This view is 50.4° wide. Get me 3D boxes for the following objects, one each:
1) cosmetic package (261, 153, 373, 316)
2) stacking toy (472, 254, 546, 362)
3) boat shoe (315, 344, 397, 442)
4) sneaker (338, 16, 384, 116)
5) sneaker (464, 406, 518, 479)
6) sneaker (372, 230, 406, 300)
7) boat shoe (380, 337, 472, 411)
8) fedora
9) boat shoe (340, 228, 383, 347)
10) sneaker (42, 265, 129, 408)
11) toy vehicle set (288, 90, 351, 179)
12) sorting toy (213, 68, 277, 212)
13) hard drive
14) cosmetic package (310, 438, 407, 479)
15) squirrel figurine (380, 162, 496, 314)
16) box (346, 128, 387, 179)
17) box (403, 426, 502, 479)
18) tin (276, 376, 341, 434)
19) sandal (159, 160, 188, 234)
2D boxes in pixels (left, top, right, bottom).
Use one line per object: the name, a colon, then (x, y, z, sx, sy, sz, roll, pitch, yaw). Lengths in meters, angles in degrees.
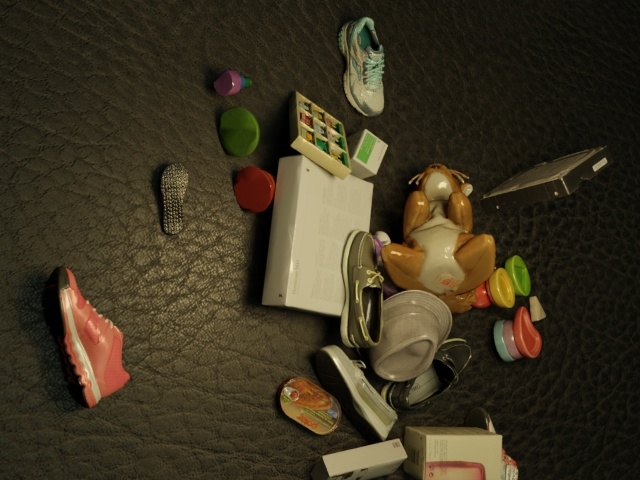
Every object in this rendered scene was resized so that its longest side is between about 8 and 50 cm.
cosmetic package: (0.000, 0.000, 1.755, 0.284, 0.097, 0.377, 18, 74, -48)
stacking toy: (0.574, 0.207, 2.117, 0.279, 0.130, 0.309, -40, 108, -54)
boat shoe: (0.098, 0.393, 1.800, 0.103, 0.118, 0.320, -45, 110, -32)
sneaker: (0.127, -0.490, 1.913, 0.110, 0.122, 0.283, -15, 92, -29)
sneaker: (0.508, 0.629, 2.016, 0.145, 0.090, 0.270, 7, 73, -41)
sneaker: (0.162, 0.098, 1.886, 0.104, 0.095, 0.236, -19, 89, -23)
boat shoe: (0.329, 0.380, 1.925, 0.340, 0.113, 0.127, -20, 94, -29)
fedora: (0.224, 0.273, 1.793, 0.243, 0.275, 0.124, 40, 24, -27)
boat shoe: (0.117, 0.122, 1.739, 0.109, 0.091, 0.305, 10, 81, -48)
sneaker: (-0.511, 0.201, 1.499, 0.136, 0.116, 0.314, -19, 100, -40)
toy vehicle set: (-0.005, -0.277, 1.768, 0.166, 0.035, 0.267, 31, 28, -24)
sorting toy: (-0.169, -0.259, 1.747, 0.126, 0.127, 0.366, -20, 96, -53)
hard drive: (0.675, -0.181, 2.057, 0.237, 0.339, 0.064, -31, 97, -27)
cosmetic package: (0.101, 0.588, 1.776, 0.239, 0.099, 0.060, -3, 50, -29)
squirrel figurine: (0.338, -0.006, 1.896, 0.370, 0.281, 0.397, -88, 160, -43)
box: (0.112, -0.235, 1.886, 0.087, 0.102, 0.101, 32, 69, -24)
box: (0.362, 0.588, 1.874, 0.232, 0.148, 0.127, 5, 83, -16)
tin: (-0.031, 0.429, 1.765, 0.189, 0.040, 0.106, 37, 64, -20)
sandal: (-0.360, -0.103, 1.649, 0.067, 0.040, 0.179, 2, 97, -23)
